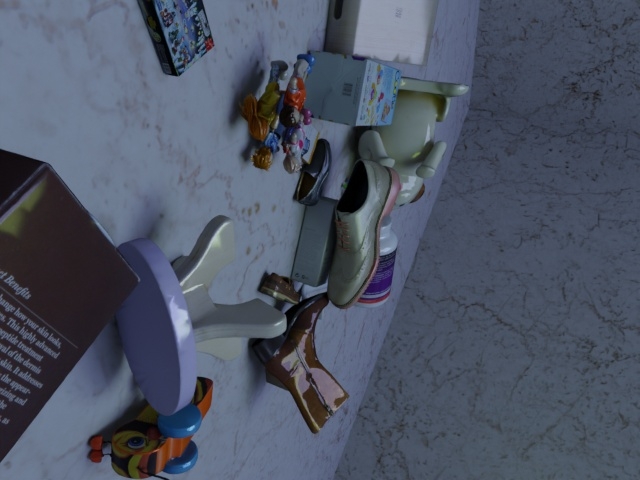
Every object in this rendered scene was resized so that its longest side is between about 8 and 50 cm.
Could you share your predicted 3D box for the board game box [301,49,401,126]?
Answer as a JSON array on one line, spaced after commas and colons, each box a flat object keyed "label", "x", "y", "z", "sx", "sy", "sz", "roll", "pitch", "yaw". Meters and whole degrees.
[{"label": "board game box", "x": 0.081, "y": -0.360, "z": 1.155, "sx": 0.275, "sy": 0.142, "sz": 0.144, "roll": -27, "pitch": 131, "yaw": -62}]

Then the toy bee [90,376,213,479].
[{"label": "toy bee", "x": -0.277, "y": 0.314, "z": 0.784, "sx": 0.298, "sy": 0.162, "sz": 0.195, "roll": 157, "pitch": -57, "yaw": -84}]

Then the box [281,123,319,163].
[{"label": "box", "x": -0.046, "y": -0.235, "z": 1.091, "sx": 0.136, "sy": 0.028, "sz": 0.081, "roll": 28, "pitch": 79, "yaw": -67}]

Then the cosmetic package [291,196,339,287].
[{"label": "cosmetic package", "x": 0.000, "y": 0.000, "z": 1.310, "sx": 0.117, "sy": 0.085, "sz": 0.231, "roll": -16, "pitch": 121, "yaw": -67}]

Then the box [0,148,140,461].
[{"label": "box", "x": -0.353, "y": 0.113, "z": 0.407, "sx": 0.381, "sy": 0.143, "sz": 0.191, "roll": -59, "pitch": 155, "yaw": -30}]

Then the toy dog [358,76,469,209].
[{"label": "toy dog", "x": 0.226, "y": -0.294, "z": 1.482, "sx": 0.395, "sy": 0.284, "sz": 0.408, "roll": -120, "pitch": -145, "yaw": -66}]

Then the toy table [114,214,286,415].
[{"label": "toy table", "x": -0.193, "y": 0.105, "z": 0.712, "sx": 0.161, "sy": 0.252, "sz": 0.274, "roll": -25, "pitch": 139, "yaw": -42}]

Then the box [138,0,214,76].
[{"label": "box", "x": -0.195, "y": -0.307, "z": 0.646, "sx": 0.137, "sy": 0.027, "sz": 0.094, "roll": 81, "pitch": 31, "yaw": -49}]

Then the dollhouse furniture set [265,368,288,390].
[{"label": "dollhouse furniture set", "x": -0.063, "y": 0.316, "z": 1.331, "sx": 0.151, "sy": 0.123, "sz": 0.144, "roll": -51, "pitch": 150, "yaw": -46}]

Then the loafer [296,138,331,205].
[{"label": "loafer", "x": -0.017, "y": -0.167, "z": 1.173, "sx": 0.061, "sy": 0.062, "sz": 0.170, "roll": -6, "pitch": 110, "yaw": -63}]

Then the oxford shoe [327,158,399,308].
[{"label": "oxford shoe", "x": 0.076, "y": -0.020, "z": 1.243, "sx": 0.146, "sy": 0.140, "sz": 0.397, "roll": 17, "pitch": 88, "yaw": -46}]

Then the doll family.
[{"label": "doll family", "x": -0.087, "y": -0.223, "z": 0.907, "sx": 0.263, "sy": 0.118, "sz": 0.163, "roll": 94, "pitch": 10, "yaw": -70}]

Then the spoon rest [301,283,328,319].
[{"label": "spoon rest", "x": 0.001, "y": 0.121, "z": 1.443, "sx": 0.276, "sy": 0.084, "sz": 0.137, "roll": -67, "pitch": 165, "yaw": -56}]

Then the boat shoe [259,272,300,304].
[{"label": "boat shoe", "x": -0.089, "y": 0.121, "z": 1.200, "sx": 0.060, "sy": 0.064, "sz": 0.178, "roll": -69, "pitch": 157, "yaw": -7}]

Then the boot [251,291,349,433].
[{"label": "boot", "x": -0.004, "y": 0.304, "z": 1.241, "sx": 0.096, "sy": 0.280, "sz": 0.264, "roll": -29, "pitch": -170, "yaw": 48}]

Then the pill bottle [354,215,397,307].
[{"label": "pill bottle", "x": 0.167, "y": 0.063, "z": 1.650, "sx": 0.181, "sy": 0.181, "sz": 0.323, "roll": -47, "pitch": 148, "yaw": -50}]

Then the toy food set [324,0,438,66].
[{"label": "toy food set", "x": 0.157, "y": -0.545, "z": 1.139, "sx": 0.306, "sy": 0.092, "sz": 0.220, "roll": -8, "pitch": 117, "yaw": -33}]

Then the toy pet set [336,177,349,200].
[{"label": "toy pet set", "x": 0.074, "y": -0.108, "z": 1.487, "sx": 0.114, "sy": 0.065, "sz": 0.122, "roll": 52, "pitch": 45, "yaw": -22}]
